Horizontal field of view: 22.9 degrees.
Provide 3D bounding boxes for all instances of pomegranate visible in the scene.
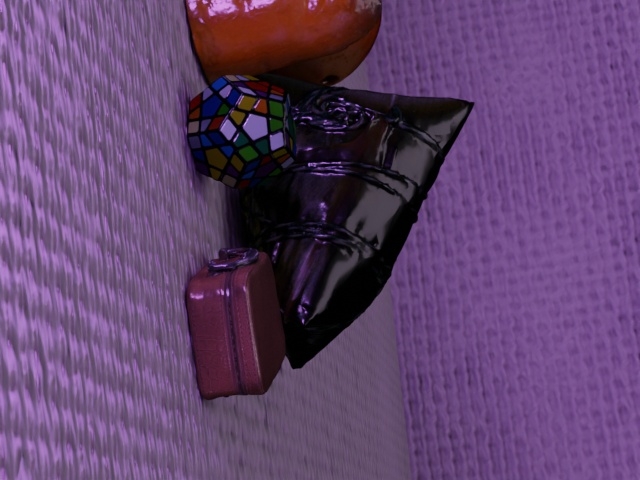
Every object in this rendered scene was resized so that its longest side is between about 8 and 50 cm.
[{"bbox_3d":[-0.019,-0.303,2.144,0.209,0.209,0.209,-8,90,-82],"label":"pomegranate"}]

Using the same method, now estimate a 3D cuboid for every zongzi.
[{"bbox_3d":[0.000,0.000,2.017,0.362,0.319,0.383,105,-4,-65],"label":"zongzi"}]

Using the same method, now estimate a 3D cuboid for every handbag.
[{"bbox_3d":[-0.089,0.086,1.707,0.193,0.072,0.151,-40,121,-79],"label":"handbag"}]

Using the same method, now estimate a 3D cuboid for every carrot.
[{"bbox_3d":[-0.039,-0.269,1.882,0.159,0.225,0.159,-4,90,-85],"label":"carrot"}]

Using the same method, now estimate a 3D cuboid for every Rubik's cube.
[{"bbox_3d":[-0.087,-0.121,1.762,0.112,0.133,0.133,35,41,-42],"label":"Rubik's cube"}]
